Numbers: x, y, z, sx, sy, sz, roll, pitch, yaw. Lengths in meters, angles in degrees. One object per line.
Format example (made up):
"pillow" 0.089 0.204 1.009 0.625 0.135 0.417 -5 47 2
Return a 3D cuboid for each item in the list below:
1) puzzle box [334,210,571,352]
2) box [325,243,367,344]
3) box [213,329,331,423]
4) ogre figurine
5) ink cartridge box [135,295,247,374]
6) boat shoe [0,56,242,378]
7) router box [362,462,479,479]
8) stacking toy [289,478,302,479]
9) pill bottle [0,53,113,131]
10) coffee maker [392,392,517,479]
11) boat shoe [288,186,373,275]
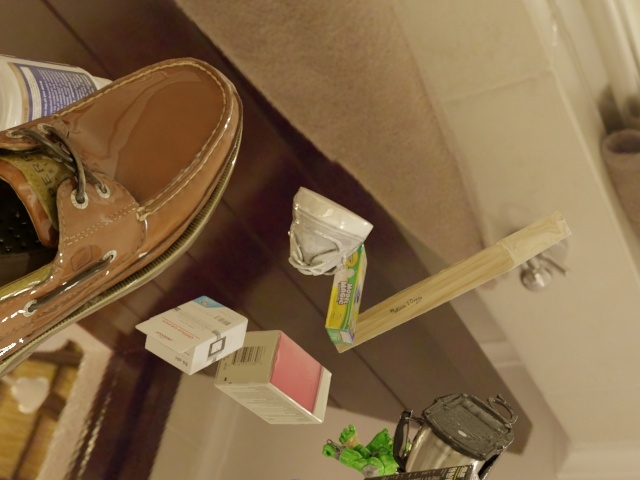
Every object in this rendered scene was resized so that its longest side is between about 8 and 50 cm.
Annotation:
"puzzle box" 0.237 0.077 1.496 0.409 0.272 0.052 -32 -98 37
"box" 0.048 0.080 1.389 0.043 0.105 0.179 5 -110 10
"box" -0.100 0.305 1.786 0.148 0.232 0.127 -8 -125 30
"ogre figurine" 0.113 0.408 1.529 0.118 0.197 0.097 28 -92 50
"ink cartridge box" -0.219 0.162 1.365 0.104 0.060 0.180 26 -155 25
"boat shoe" -0.153 -0.013 0.466 0.110 0.104 0.307 38 -114 9
"router box" 0.088 0.234 0.611 0.092 0.123 0.038 -16 -169 26
"stacking toy" 0.060 0.448 1.057 0.301 0.166 0.175 17 -106 22
"pill bottle" -0.426 -0.199 1.244 0.153 0.264 0.153 3 -84 27
"coffee maker" 0.163 0.296 1.024 0.120 0.171 0.178 49 -57 46
"boat shoe" 0.000 0.000 0.685 0.063 0.066 0.184 -61 179 -3
